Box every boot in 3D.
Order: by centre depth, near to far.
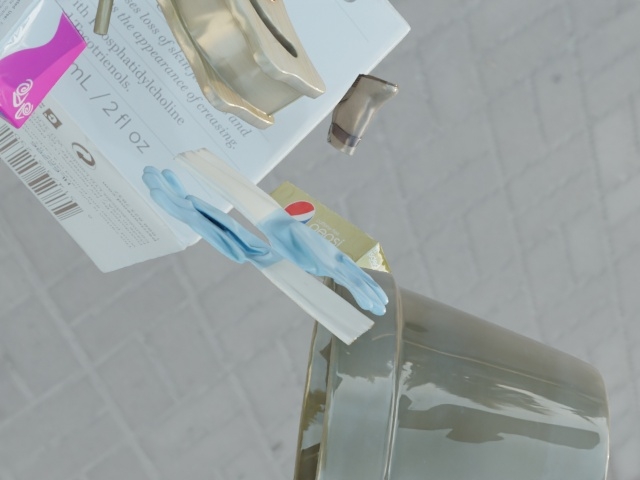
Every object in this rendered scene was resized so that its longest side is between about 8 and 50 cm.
[{"bbox_3d":[0.043,-0.132,1.566,0.042,0.118,0.087,23,92,-15],"label":"boot"}]

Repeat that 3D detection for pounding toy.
[{"bbox_3d":[-0.119,-0.227,1.442,0.155,0.269,0.154,-30,174,23],"label":"pounding toy"}]

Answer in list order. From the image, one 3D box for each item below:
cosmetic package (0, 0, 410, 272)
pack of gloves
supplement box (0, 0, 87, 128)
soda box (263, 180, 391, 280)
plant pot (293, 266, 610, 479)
[{"bbox_3d":[-0.184,-0.219,1.759,0.329,0.327,0.393,49,67,-12],"label":"cosmetic package"},{"bbox_3d":[-0.052,0.012,1.260,0.046,0.232,0.195,-55,172,16],"label":"pack of gloves"},{"bbox_3d":[-0.346,-0.219,1.381,0.114,0.220,0.111,-54,159,-10],"label":"supplement box"},{"bbox_3d":[0.000,0.000,1.761,0.061,0.181,0.058,-40,136,-16],"label":"soda box"},{"bbox_3d":[0.125,0.196,1.454,0.281,0.323,0.323,7,122,-4],"label":"plant pot"}]
